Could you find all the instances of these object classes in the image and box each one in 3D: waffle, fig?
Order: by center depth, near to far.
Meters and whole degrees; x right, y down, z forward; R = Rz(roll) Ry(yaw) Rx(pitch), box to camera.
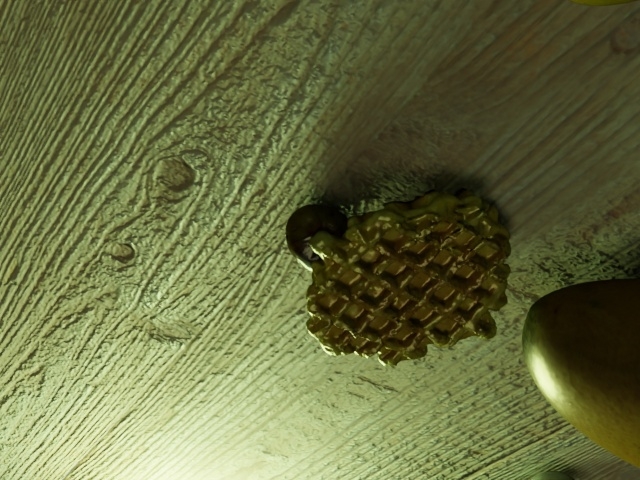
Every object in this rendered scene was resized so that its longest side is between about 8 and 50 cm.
[{"bbox_3d":[0.098,0.051,1.032,0.237,0.059,0.243,-10,128,-5],"label":"waffle"},{"bbox_3d":[0.000,0.000,1.068,0.084,0.082,0.098,3,-179,-6],"label":"fig"}]

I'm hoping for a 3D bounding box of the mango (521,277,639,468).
[{"bbox_3d":[0.404,0.149,0.994,0.378,0.221,0.264,12,146,21],"label":"mango"}]

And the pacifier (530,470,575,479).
[{"bbox_3d":[0.306,0.490,1.414,0.332,0.220,0.273,18,143,-24],"label":"pacifier"}]

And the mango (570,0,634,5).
[{"bbox_3d":[0.251,-0.245,0.676,0.194,0.092,0.130,-12,132,23],"label":"mango"}]
